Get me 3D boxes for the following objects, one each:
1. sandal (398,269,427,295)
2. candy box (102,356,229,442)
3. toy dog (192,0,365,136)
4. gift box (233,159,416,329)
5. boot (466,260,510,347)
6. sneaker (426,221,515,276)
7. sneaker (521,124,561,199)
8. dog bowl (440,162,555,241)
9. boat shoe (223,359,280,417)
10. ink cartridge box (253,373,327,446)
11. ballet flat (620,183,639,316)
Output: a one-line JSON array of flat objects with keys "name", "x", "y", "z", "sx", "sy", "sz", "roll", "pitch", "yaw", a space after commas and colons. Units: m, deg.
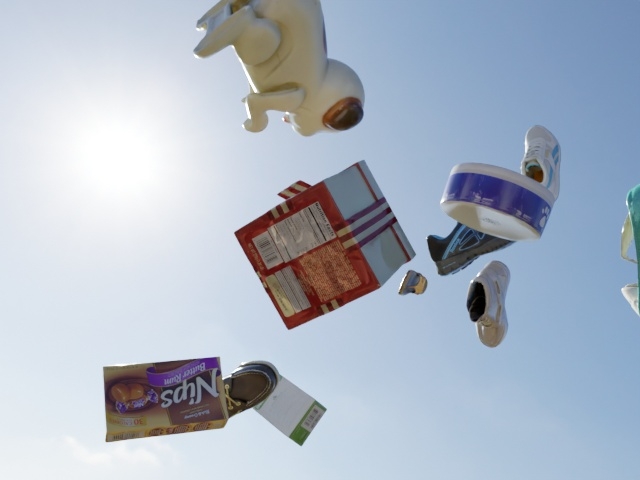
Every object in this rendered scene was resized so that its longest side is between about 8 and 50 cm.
[{"name": "sandal", "x": 0.258, "y": 0.120, "z": 1.801, "sx": 0.049, "sy": 0.072, "sz": 0.180, "roll": 20, "pitch": 3, "yaw": 29}, {"name": "candy box", "x": -0.246, "y": 0.250, "z": 1.069, "sx": 0.186, "sy": 0.109, "sz": 0.053, "roll": -1, "pitch": -32, "yaw": -19}, {"name": "toy dog", "x": -0.057, "y": -0.431, "z": 1.638, "sx": 0.395, "sy": 0.284, "sz": 0.408, "roll": -37, "pitch": -58, "yaw": 6}, {"name": "gift box", "x": 0.000, "y": 0.000, "z": 1.331, "sx": 0.276, "sy": 0.258, "sz": 0.255, "roll": -22, "pitch": -85, "yaw": 28}, {"name": "boot", "x": 0.412, "y": 0.182, "z": 1.712, "sx": 0.095, "sy": 0.123, "sz": 0.258, "roll": 20, "pitch": -55, "yaw": 39}, {"name": "sneaker", "x": 0.473, "y": -0.019, "z": 1.990, "sx": 0.341, "sy": 0.140, "sz": 0.125, "roll": -27, "pitch": -13, "yaw": 16}, {"name": "sneaker", "x": 0.575, "y": -0.210, "z": 1.772, "sx": 0.087, "sy": 0.229, "sz": 0.092, "roll": -19, "pitch": -32, "yaw": 39}, {"name": "dog bowl", "x": 0.440, "y": -0.093, "z": 1.693, "sx": 0.265, "sy": 0.104, "sz": 0.265, "roll": 22, "pitch": -9, "yaw": 3}, {"name": "boat shoe", "x": -0.171, "y": 0.292, "z": 1.252, "sx": 0.227, "sy": 0.068, "sz": 0.081, "roll": -32, "pitch": -90, "yaw": 30}, {"name": "ink cartridge box", "x": -0.093, "y": 0.402, "z": 1.662, "sx": 0.209, "sy": 0.109, "sz": 0.062, "roll": 24, "pitch": -18, "yaw": 46}, {"name": "ballet flat", "x": 0.440, "y": 0.038, "z": 0.883, "sx": 0.083, "sy": 0.247, "sz": 0.087, "roll": 4, "pitch": -7, "yaw": -28}]
